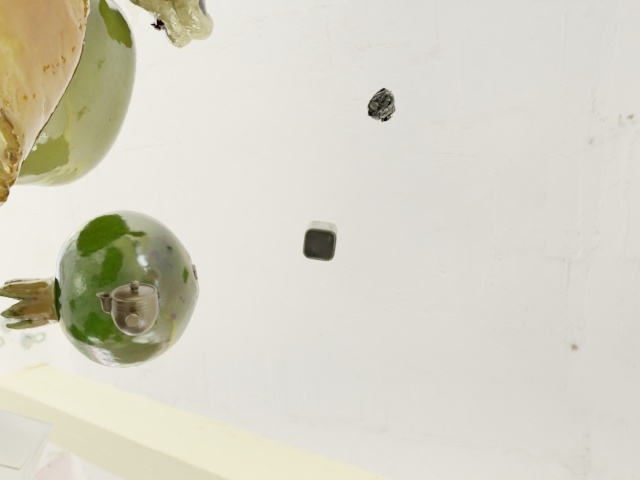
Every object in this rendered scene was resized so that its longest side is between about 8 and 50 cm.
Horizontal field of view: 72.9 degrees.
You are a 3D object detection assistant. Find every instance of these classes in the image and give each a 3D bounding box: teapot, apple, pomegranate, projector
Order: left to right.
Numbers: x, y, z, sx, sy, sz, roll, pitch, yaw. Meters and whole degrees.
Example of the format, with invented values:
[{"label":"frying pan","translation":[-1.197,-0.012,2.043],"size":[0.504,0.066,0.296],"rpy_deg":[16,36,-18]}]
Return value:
[{"label":"apple","translation":[-0.576,-0.333,0.809],"size":[0.473,0.473,0.474],"rpy_deg":[5,-80,30]},{"label":"pomegranate","translation":[-0.419,0.078,0.835],"size":[0.216,0.358,0.310],"rpy_deg":[111,-33,-51]},{"label":"teapot","translation":[-0.281,0.106,0.632],"size":[0.110,0.085,0.080],"rpy_deg":[-137,-133,-63]},{"label":"projector","translation":[0.000,0.000,1.122],"size":[0.083,0.082,0.083],"rpy_deg":[8,-74,1]}]

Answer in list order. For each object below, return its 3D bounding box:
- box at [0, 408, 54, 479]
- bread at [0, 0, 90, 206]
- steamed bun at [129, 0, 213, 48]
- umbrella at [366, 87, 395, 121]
[{"label":"box","translation":[-0.510,0.344,0.565],"size":[0.203,0.116,0.274],"rpy_deg":[24,-72,-16]},{"label":"bread","translation":[-0.407,-0.256,0.417],"size":[0.250,0.361,0.394],"rpy_deg":[-8,-125,19]},{"label":"steamed bun","translation":[-0.289,-0.477,0.876],"size":[0.172,0.141,0.155],"rpy_deg":[-22,-53,0]},{"label":"umbrella","translation":[0.169,-0.357,1.149],"size":[0.071,0.224,0.080],"rpy_deg":[45,-68,-7]}]
